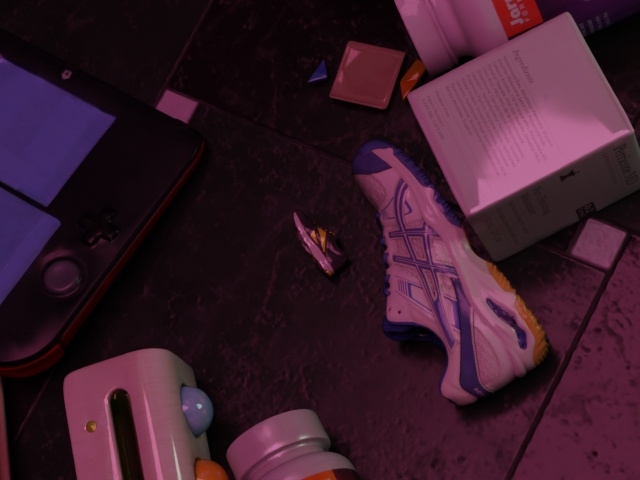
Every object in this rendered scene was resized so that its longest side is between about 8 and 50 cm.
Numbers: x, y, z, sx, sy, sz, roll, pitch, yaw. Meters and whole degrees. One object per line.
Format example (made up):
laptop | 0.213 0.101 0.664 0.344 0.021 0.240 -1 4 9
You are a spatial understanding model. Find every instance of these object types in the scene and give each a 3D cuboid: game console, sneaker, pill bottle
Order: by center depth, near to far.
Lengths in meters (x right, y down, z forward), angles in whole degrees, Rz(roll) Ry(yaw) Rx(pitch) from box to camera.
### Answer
pill bottle | -0.003 0.282 1.868 0.121 0.121 0.221 -29 66 5
sneaker | 0.098 0.030 1.932 0.131 0.112 0.296 -36 65 2
pill bottle | 0.234 -0.289 1.964 0.323 0.181 0.181 -25 67 7
sneaker | 0.000 0.000 2.018 0.035 0.031 0.083 -29 70 -10
game console | -0.365 -0.059 2.111 0.386 0.060 0.342 28 76 22

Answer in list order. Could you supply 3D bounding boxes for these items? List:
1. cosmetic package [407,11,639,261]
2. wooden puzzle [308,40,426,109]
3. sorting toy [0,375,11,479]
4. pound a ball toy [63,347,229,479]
cosmetic package | 0.210 -0.101 1.922 0.183 0.151 0.151 -27 67 7
wooden puzzle | 0.052 -0.177 2.071 0.116 0.014 0.079 21 74 21
sorting toy | -0.448 0.168 2.087 0.229 0.041 0.307 -15 62 8
pound a ball toy | -0.161 0.264 1.873 0.135 0.208 0.319 -18 67 10
